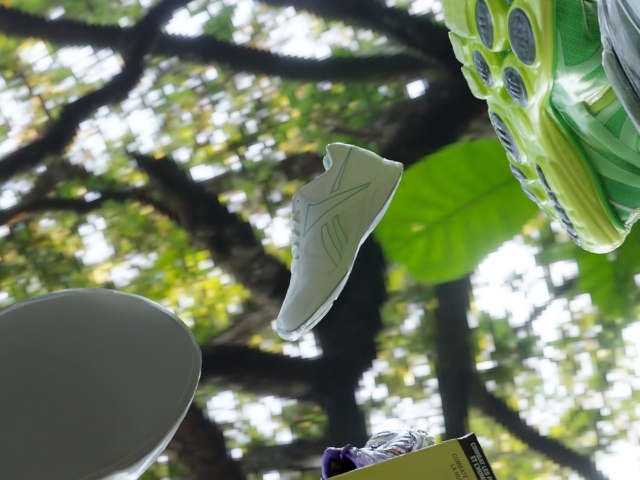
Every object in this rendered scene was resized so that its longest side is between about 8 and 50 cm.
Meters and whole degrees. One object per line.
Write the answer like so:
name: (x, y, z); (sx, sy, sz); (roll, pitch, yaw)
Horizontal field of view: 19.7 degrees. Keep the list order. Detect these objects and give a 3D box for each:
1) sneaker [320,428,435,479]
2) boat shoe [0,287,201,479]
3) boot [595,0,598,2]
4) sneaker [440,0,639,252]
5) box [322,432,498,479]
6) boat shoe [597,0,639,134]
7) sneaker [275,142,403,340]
sneaker: (0.035, 0.160, 1.279); (0.071, 0.170, 0.068); (33, -80, 0)
boat shoe: (-0.148, 0.110, 0.709); (0.095, 0.084, 0.258); (40, -131, 16)
boot: (0.264, -0.157, 1.417); (0.165, 0.213, 0.077); (27, -107, 18)
sneaker: (0.166, -0.119, 1.202); (0.123, 0.109, 0.295); (-39, -41, -10)
box: (-0.011, 0.178, 1.033); (0.232, 0.087, 0.058); (-13, -116, -27)
boat shoe: (0.132, 0.004, 0.383); (0.078, 0.070, 0.219); (-25, -114, -13)
sneaker: (0.000, 0.000, 1.273); (0.061, 0.053, 0.152); (28, -112, 1)
